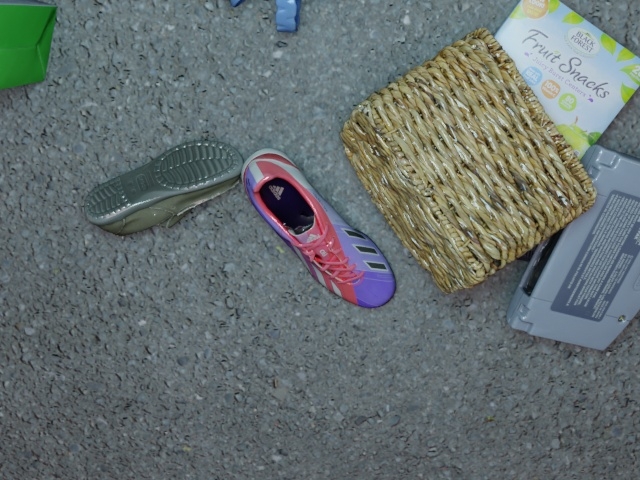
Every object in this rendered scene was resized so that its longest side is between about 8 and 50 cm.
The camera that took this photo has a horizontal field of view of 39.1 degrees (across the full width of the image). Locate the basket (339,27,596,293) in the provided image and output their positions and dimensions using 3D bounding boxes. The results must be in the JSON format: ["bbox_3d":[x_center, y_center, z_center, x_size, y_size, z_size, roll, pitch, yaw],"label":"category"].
[{"bbox_3d":[0.199,-0.102,1.280,0.223,0.213,0.299,-34,86,-14],"label":"basket"}]

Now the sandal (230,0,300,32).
[{"bbox_3d":[0.000,-0.409,1.263,0.317,0.126,0.138,-34,103,20],"label":"sandal"}]

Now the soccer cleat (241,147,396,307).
[{"bbox_3d":[0.000,0.000,1.346,0.108,0.116,0.318,-39,109,9],"label":"soccer cleat"}]

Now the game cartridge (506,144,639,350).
[{"bbox_3d":[0.419,0.019,1.330,0.198,0.062,0.297,13,112,-25],"label":"game cartridge"}]

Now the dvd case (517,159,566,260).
[{"bbox_3d":[0.302,-0.051,1.375,0.221,0.018,0.164,7,105,2],"label":"dvd case"}]

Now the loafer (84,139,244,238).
[{"bbox_3d":[-0.233,-0.076,1.383,0.251,0.087,0.094,-19,57,1],"label":"loafer"}]

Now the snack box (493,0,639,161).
[{"bbox_3d":[0.334,-0.236,1.294,0.207,0.070,0.174,36,104,-1],"label":"snack box"}]

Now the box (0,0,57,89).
[{"bbox_3d":[-0.527,-0.301,1.247,0.231,0.262,0.127,15,105,-1],"label":"box"}]
